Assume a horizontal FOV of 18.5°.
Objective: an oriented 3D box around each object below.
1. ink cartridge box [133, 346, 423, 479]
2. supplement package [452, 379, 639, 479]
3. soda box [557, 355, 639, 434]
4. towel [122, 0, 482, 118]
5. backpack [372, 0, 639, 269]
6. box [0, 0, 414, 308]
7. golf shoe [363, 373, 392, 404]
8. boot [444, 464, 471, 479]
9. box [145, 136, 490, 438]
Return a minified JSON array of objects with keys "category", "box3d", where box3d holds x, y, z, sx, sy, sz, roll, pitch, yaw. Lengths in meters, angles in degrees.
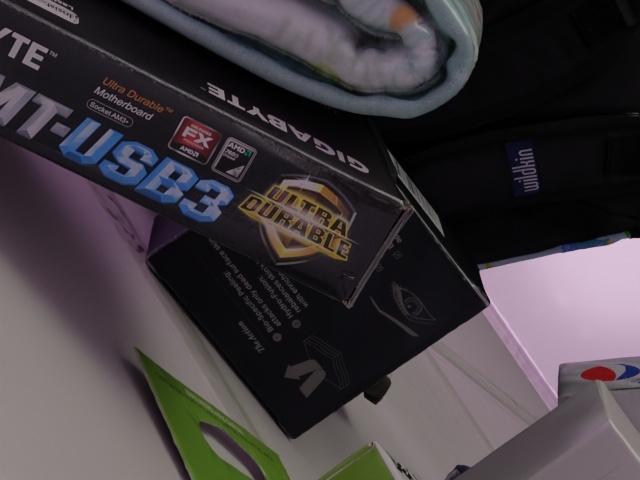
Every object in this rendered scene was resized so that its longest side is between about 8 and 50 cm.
[{"category":"ink cartridge box","box3d":[0.026,0.156,1.008,0.255,0.097,0.189,59,9,34]},{"category":"supplement package","box3d":[0.203,0.269,1.305,0.293,0.177,0.175,53,7,-1]},{"category":"soda box","box3d":[0.229,0.235,1.448,0.098,0.091,0.286,-61,146,-77]},{"category":"towel","box3d":[-0.076,-0.195,1.095,0.374,0.090,0.320,29,15,-1]},{"category":"backpack","box3d":[0.048,-0.101,1.378,0.273,0.355,0.290,-118,-174,-63]},{"category":"box","box3d":[-0.111,-0.106,1.052,0.295,0.073,0.293,26,15,-16]},{"category":"golf shoe","box3d":[0.000,0.000,1.526,0.273,0.120,0.105,59,7,32]},{"category":"boot","box3d":[0.134,0.245,1.512,0.086,0.069,0.190,28,18,-10]},{"category":"box","box3d":[-0.003,0.013,1.257,0.156,0.158,0.093,52,9,-16]}]
